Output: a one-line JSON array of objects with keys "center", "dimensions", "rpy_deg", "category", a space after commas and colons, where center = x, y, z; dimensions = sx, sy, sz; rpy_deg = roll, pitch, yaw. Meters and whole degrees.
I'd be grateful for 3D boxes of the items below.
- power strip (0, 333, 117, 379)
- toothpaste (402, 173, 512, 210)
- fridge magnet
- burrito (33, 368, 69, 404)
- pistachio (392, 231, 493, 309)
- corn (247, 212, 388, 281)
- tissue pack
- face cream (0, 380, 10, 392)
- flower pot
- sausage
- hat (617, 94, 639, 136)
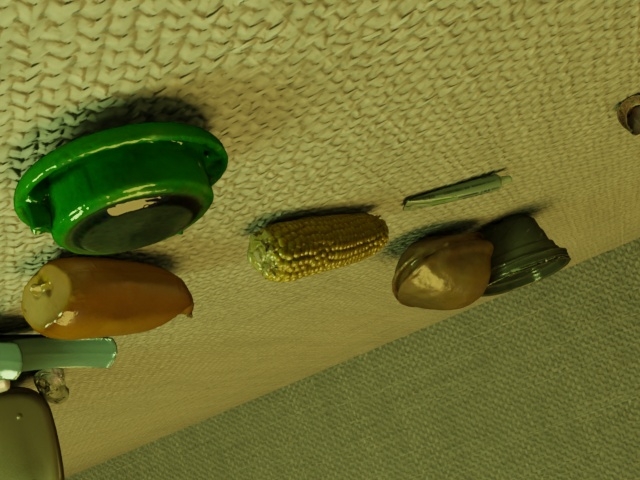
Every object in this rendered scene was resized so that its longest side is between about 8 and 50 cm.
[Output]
[{"center": [-0.435, 0.168, 1.141], "dimensions": [0.167, 0.054, 0.253], "rpy_deg": [-1, 176, 25], "category": "power strip"}, {"center": [0.234, -0.082, 1.324], "dimensions": [0.197, 0.029, 0.048], "rpy_deg": [-15, 164, -10], "category": "toothpaste"}, {"center": [-0.188, -0.049, 0.755], "dimensions": [0.208, 0.088, 0.208], "rpy_deg": [-19, 165, -6], "category": "fridge magnet"}, {"center": [-0.531, 0.288, 1.539], "dimensions": [0.064, 0.064, 0.203], "rpy_deg": [-15, 165, -21], "category": "burrito"}, {"center": [0.241, 0.071, 1.623], "dimensions": [0.260, 0.163, 0.212], "rpy_deg": [0, 130, -43], "category": "pistachio"}, {"center": [0.003, 0.004, 1.202], "dimensions": [0.260, 0.091, 0.091], "rpy_deg": [-13, 161, -42], "category": "corn"}, {"center": [-0.676, 0.422, 1.410], "dimensions": [0.387, 0.267, 0.277], "rpy_deg": [-13, 167, -27], "category": "tissue pack"}, {"center": [-0.634, 0.252, 1.233], "dimensions": [0.269, 0.082, 0.082], "rpy_deg": [-15, 164, -18], "category": "face cream"}, {"center": [0.432, 0.028, 1.759], "dimensions": [0.235, 0.140, 0.235], "rpy_deg": [-20, 163, -6], "category": "flower pot"}, {"center": [-0.268, 0.081, 1.078], "dimensions": [0.112, 0.112, 0.328], "rpy_deg": [-26, 165, 20], "category": "sausage"}, {"center": [0.504, -0.207, 1.243], "dimensions": [0.058, 0.042, 0.087], "rpy_deg": [-31, 128, 24], "category": "hat"}]
